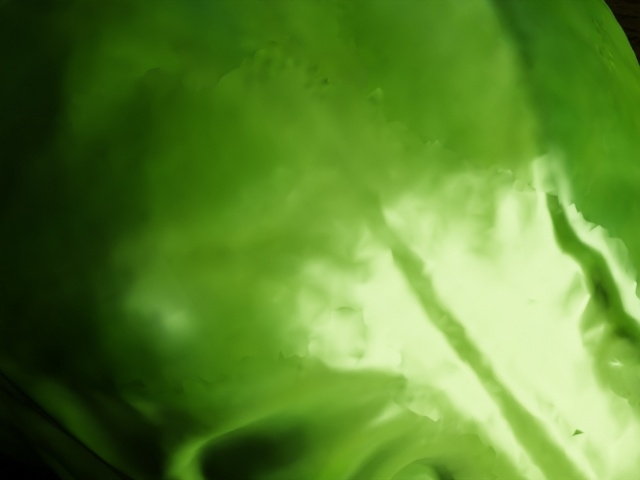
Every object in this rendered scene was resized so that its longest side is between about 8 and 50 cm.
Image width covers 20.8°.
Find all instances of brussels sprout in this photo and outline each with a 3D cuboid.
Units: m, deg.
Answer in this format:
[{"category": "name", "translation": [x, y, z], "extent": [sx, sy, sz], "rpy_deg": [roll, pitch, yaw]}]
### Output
[{"category": "brussels sprout", "translation": [0.002, -0.002, 0.664], "extent": [0.354, 0.281, 0.289], "rpy_deg": [47, -24, -1]}]
